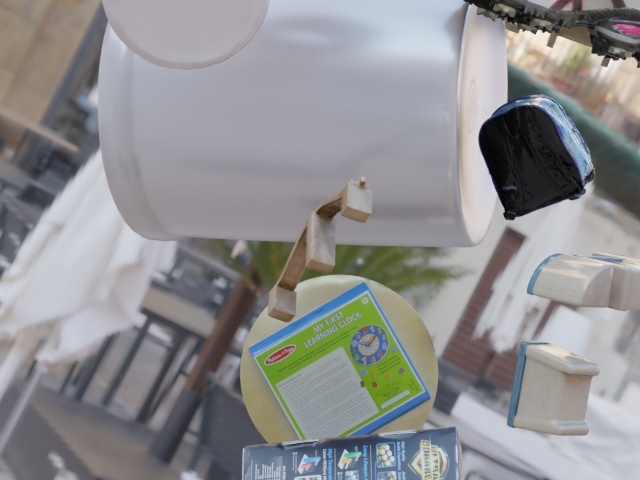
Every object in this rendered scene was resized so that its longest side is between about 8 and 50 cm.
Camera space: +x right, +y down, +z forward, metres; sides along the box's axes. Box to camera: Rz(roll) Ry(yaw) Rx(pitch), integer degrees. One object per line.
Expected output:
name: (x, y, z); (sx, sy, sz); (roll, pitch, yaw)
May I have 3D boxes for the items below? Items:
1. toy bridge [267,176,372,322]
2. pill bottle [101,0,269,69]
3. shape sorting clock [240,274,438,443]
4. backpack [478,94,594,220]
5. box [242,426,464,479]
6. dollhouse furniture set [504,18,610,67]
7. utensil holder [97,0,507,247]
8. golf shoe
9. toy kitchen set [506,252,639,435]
toy bridge: (0.000, 0.000, 1.196); (0.026, 0.063, 0.188); (18, -42, -17)
pill bottle: (-0.110, -0.214, 0.945); (0.118, 0.117, 0.208); (27, 19, -26)
shape sorting clock: (0.019, 0.138, 1.353); (0.206, 0.206, 0.040); (27, -3, -1)
backpack: (0.227, -0.096, 1.379); (0.114, 0.105, 0.084); (62, 33, -12)
box: (0.027, 0.255, 0.984); (0.175, 0.220, 0.051); (-7, -35, 9)
dollhouse furniture set: (0.312, -0.335, 1.648); (0.184, 0.129, 0.129); (22, -44, 7)
utensil holder: (-0.006, -0.153, 1.450); (0.386, 0.327, 0.327); (3, -8, 18)
golf shoe: (0.241, -0.251, 1.249); (0.273, 0.120, 0.105); (16, 6, -10)
toy kitchen set: (0.263, 0.097, 1.252); (0.207, 0.166, 0.122); (5, 6, -39)
